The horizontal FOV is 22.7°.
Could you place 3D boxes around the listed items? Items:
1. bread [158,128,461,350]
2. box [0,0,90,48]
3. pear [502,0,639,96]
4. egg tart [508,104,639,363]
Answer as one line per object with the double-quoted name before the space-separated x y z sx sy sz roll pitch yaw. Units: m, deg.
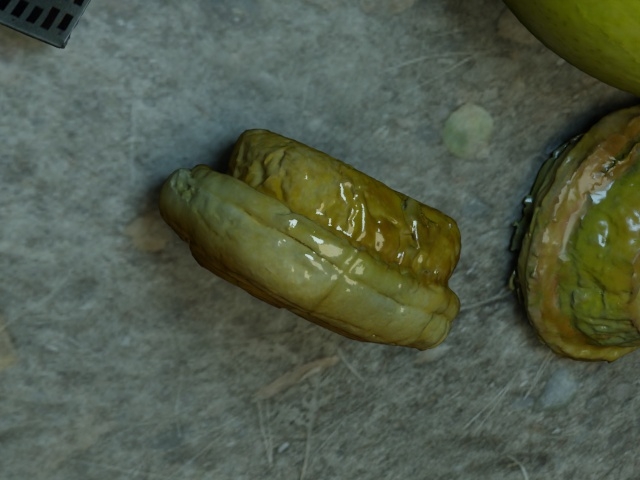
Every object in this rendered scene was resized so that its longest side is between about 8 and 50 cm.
"bread" 0.001 0.001 1.205 0.236 0.198 0.120 24 93 -40
"box" -0.136 -0.285 1.003 0.325 0.047 0.180 -60 164 4
"pear" 0.293 -0.273 1.177 0.418 0.362 0.362 22 100 -13
"egg tart" 0.310 0.003 1.491 0.288 0.118 0.288 -19 124 -32
